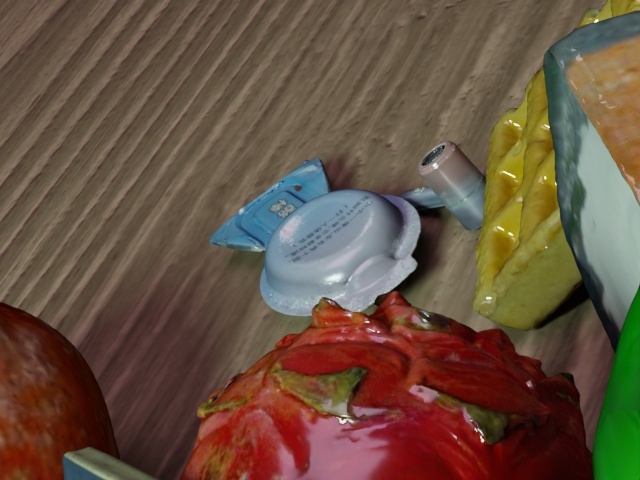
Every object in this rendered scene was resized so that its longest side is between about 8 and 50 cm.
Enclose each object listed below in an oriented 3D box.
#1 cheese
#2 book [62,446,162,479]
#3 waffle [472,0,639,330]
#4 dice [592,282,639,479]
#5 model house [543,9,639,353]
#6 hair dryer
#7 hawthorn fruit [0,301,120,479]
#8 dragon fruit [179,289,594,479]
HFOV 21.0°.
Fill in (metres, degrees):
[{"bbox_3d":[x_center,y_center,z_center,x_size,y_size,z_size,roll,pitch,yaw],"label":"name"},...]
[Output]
[{"bbox_3d":[0.000,0.000,1.357,0.135,0.052,0.245,-36,29,-11],"label":"cheese"},{"bbox_3d":[-0.072,0.252,0.860,0.025,0.269,0.191,-10,12,-32],"label":"book"},{"bbox_3d":[0.195,-0.082,1.183,0.248,0.055,0.221,-51,18,36],"label":"waffle"},{"bbox_3d":[0.309,0.095,0.669,0.287,0.300,0.297,-42,30,-18],"label":"dice"},{"bbox_3d":[0.301,-0.017,0.946,0.301,0.190,0.271,-22,48,1],"label":"model house"},{"bbox_3d":[0.085,-0.039,1.333,0.037,0.063,0.114,-50,19,-23],"label":"hair dryer"},{"bbox_3d":[-0.270,0.163,1.170,0.284,0.284,0.284,-24,31,16],"label":"hawthorn fruit"},{"bbox_3d":[0.034,0.155,0.915,0.252,0.241,0.241,-37,30,-6],"label":"dragon fruit"}]
